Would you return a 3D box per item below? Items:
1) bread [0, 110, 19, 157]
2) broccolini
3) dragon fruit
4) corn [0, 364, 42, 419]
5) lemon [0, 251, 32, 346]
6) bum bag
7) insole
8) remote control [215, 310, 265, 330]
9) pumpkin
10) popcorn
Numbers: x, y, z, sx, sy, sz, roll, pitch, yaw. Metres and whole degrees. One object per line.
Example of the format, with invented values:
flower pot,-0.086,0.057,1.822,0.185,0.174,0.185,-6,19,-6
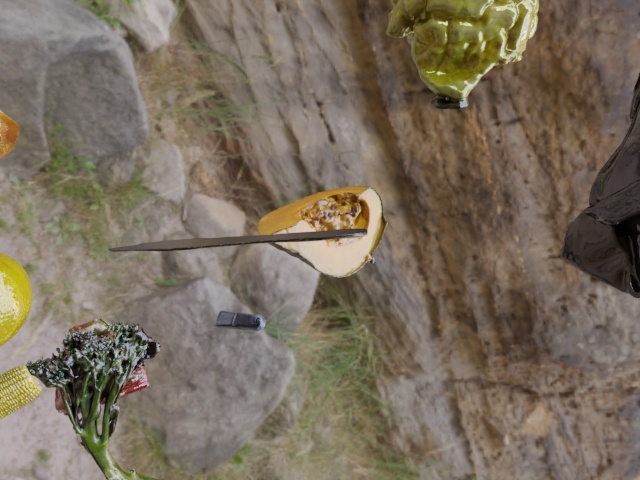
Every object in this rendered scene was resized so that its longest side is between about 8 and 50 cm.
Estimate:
bread,-0.868,-0.283,1.641,0.132,0.114,0.190,-59,177,-6
broccolini,-0.214,0.194,0.712,0.062,0.123,0.272,38,-30,47
dragon fruit,-0.577,0.307,1.508,0.152,0.316,0.205,-15,81,-48
corn,-0.615,0.302,1.183,0.063,0.165,0.085,49,-25,28
lemon,-0.612,0.110,1.114,0.203,0.178,0.178,-65,173,7
bum bag,0.298,-0.115,0.481,0.095,0.144,0.341,24,85,-33
insole,-0.112,0.002,0.823,0.119,0.348,0.009,-43,129,-81
remote control,-0.195,0.194,1.529,0.027,0.152,0.044,32,64,-46
pumpkin,-0.005,0.000,1.224,0.278,0.111,0.163,-26,117,-32
popcorn,0.245,-0.418,1.120,0.293,0.292,0.237,-85,164,-51
